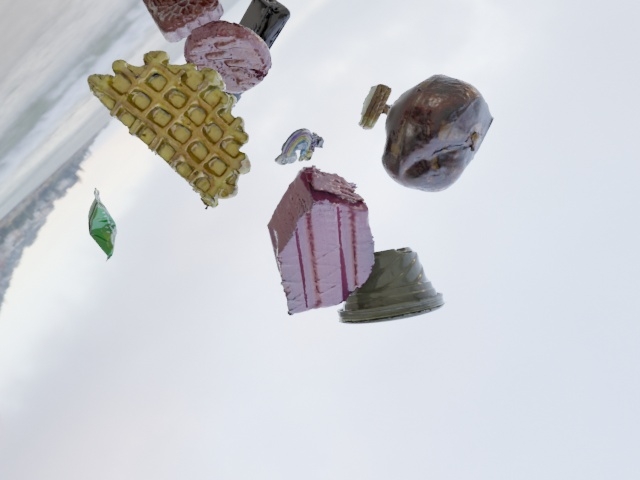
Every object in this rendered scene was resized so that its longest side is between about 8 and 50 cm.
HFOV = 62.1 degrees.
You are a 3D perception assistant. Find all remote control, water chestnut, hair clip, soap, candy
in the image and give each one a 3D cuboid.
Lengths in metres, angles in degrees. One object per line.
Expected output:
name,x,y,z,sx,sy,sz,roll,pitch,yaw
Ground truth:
remote control,-0.222,-0.422,1.317,0.398,0.062,0.144,-53,-131,19
water chestnut,0.295,-0.316,1.528,0.347,0.335,0.335,31,-108,24
hair clip,-0.062,-0.291,1.620,0.172,0.116,0.049,-22,-135,-39
soap,0.000,0.000,0.965,0.182,0.289,0.112,-16,-134,-8
candy,-0.661,-0.049,1.598,0.078,0.203,0.141,-18,-152,-30

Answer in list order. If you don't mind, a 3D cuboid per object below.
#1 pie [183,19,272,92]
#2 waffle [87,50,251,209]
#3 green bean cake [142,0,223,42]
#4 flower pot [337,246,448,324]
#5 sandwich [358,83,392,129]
pie,-0.154,-0.301,0.886,0.155,0.155,0.036,-21,-121,41
waffle,-0.168,-0.125,0.617,0.161,0.191,0.046,-15,-177,-9
green bean cake,-0.276,-0.475,1.045,0.135,0.135,0.056,-30,173,0
flower pot,0.140,0.091,1.120,0.236,0.140,0.235,-8,175,-1
sandwich,0.115,-0.295,1.186,0.093,0.036,0.104,-142,-104,-79
